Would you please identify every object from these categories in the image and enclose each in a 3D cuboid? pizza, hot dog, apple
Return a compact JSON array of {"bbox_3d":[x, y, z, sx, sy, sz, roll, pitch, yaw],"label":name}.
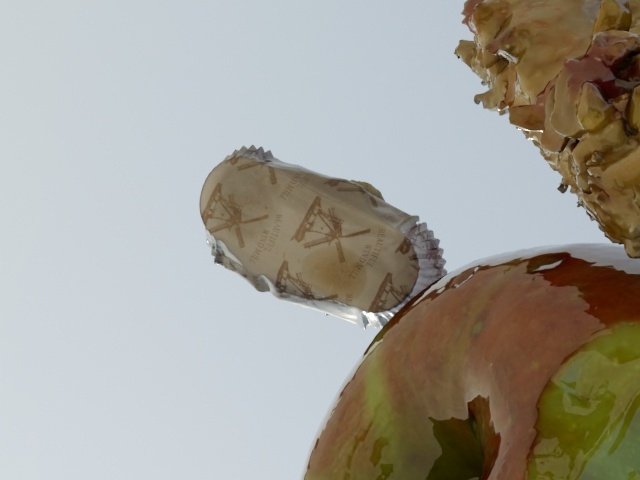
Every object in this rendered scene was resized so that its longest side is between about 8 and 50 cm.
[{"bbox_3d":[0.208,-0.111,0.918,0.251,0.074,0.287,-23,-148,-7],"label":"pizza"},{"bbox_3d":[0.000,0.000,1.208,0.192,0.053,0.099,22,-86,19],"label":"hot dog"},{"bbox_3d":[0.156,0.170,0.929,0.339,0.339,0.339,-35,-144,31],"label":"apple"}]
